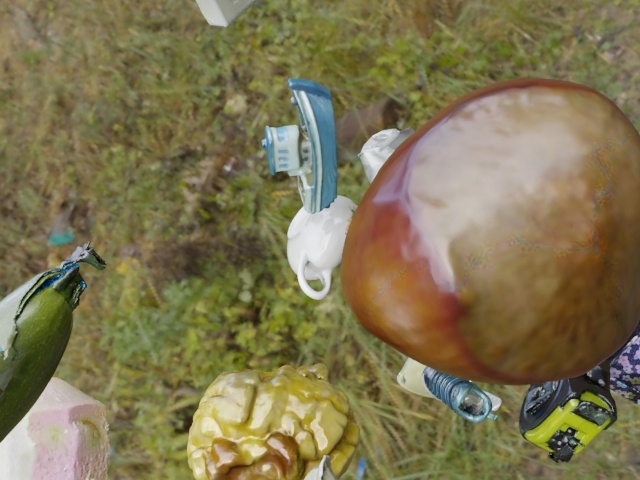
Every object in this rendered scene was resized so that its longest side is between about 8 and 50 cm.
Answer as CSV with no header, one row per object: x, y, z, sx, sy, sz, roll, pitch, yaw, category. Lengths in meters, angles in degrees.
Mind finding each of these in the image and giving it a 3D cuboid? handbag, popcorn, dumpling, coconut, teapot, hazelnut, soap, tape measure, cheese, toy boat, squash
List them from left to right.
-0.291,0.134,0.763,0.331,0.087,0.087,-50,29,-18,squash
-0.464,0.354,1.586,0.233,0.233,0.245,-15,72,50,coconut
-0.186,-0.492,1.685,0.064,0.183,0.121,16,55,42,soap
-0.063,0.302,1.529,0.265,0.332,0.225,3,106,27,popcorn
-0.031,-0.131,1.323,0.088,0.102,0.215,-108,13,-50,toy boat
-0.004,0.325,1.226,0.076,0.057,0.052,-49,62,6,dumpling
0.000,0.000,1.479,0.145,0.092,0.226,-42,23,44,teapot
0.315,0.340,2.234,0.054,0.252,0.127,-72,7,-66,cheese
0.196,-0.004,1.048,0.366,0.366,0.365,-33,44,39,hazelnut
0.418,0.284,1.619,0.186,0.112,0.199,-62,3,33,tape measure
0.602,0.195,1.811,0.228,0.208,0.127,-58,11,8,handbag

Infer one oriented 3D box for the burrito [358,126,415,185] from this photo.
0.169,0.014,1.521,0.101,0.139,0.445,-24,72,26,burrito

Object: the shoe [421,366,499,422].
0.230,0.256,1.567,0.064,0.143,0.071,-51,7,-2,shoe
